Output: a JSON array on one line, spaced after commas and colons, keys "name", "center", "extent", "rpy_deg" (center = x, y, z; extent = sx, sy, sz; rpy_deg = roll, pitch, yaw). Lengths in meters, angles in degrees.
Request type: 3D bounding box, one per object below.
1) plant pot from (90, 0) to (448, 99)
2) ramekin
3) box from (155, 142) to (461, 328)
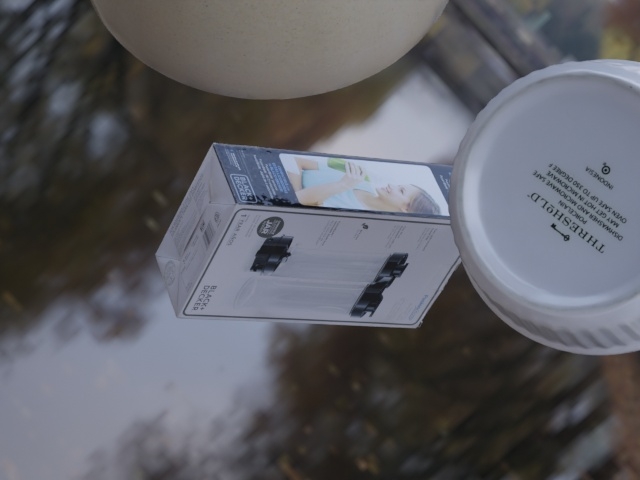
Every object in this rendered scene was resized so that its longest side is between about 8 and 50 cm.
[{"name": "plant pot", "center": [-0.037, -0.267, 1.330], "extent": [0.284, 0.284, 0.191], "rpy_deg": [52, -17, 24]}, {"name": "ramekin", "center": [0.237, -0.035, 1.676], "extent": [0.273, 0.273, 0.127], "rpy_deg": [50, 11, 17]}, {"name": "box", "center": [0.000, 0.000, 1.931], "extent": [0.290, 0.169, 0.087], "rpy_deg": [3, 45, -29]}]
